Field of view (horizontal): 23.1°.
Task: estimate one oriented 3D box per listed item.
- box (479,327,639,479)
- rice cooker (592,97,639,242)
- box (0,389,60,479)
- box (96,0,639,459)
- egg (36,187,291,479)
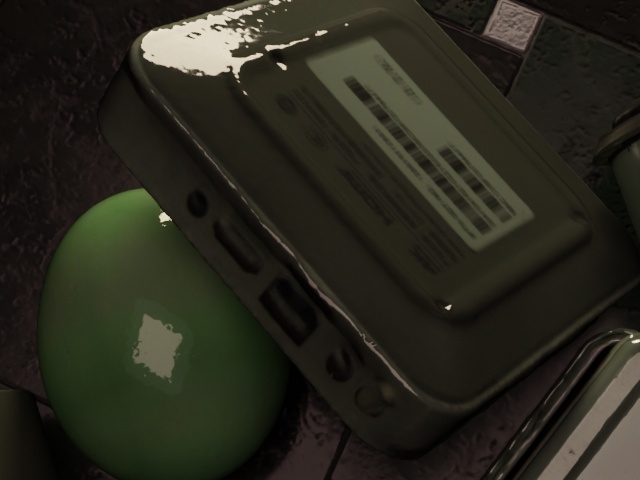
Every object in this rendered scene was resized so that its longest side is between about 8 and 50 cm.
[{"bbox_3d":[0.235,0.221,1.341,0.175,0.182,0.312,38,82,10],"label":"box"},{"bbox_3d":[0.389,-0.047,1.346,0.316,0.264,0.317,20,58,-34],"label":"rice cooker"},{"bbox_3d":[-0.335,0.237,1.350,0.226,0.226,0.149,-19,78,0],"label":"box"},{"bbox_3d":[0.055,-0.043,1.322,0.396,0.396,0.111,48,128,11],"label":"box"},{"bbox_3d":[-0.137,0.085,1.372,0.220,0.220,0.270,-11,67,1],"label":"egg"}]
